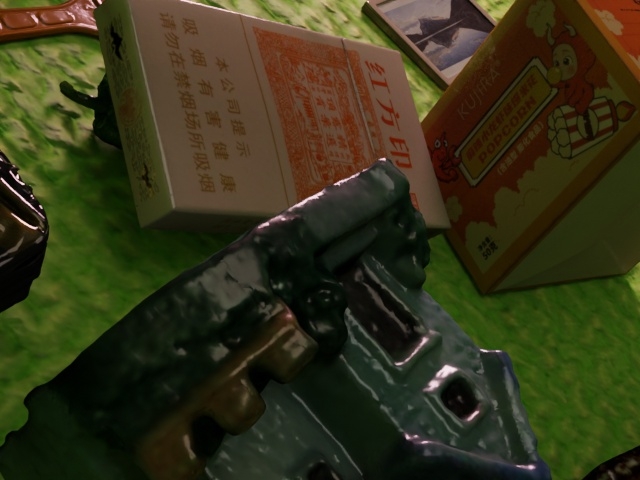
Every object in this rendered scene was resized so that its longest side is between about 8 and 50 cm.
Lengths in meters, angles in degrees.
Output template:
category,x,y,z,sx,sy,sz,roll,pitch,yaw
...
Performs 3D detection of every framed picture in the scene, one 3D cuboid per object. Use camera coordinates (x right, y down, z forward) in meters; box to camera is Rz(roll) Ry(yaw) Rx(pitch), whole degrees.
category,x,y,z,sx,sy,sz,roll,pitch,yaw
framed picture,0.157,-0.268,1.491,0.150,0.015,0.203,47,40,10

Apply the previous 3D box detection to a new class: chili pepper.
category,x,y,z,sx,sy,sz,roll,pitch,yaw
chili pepper,-0.115,-0.121,1.105,0.257,0.074,0.100,0,55,-44

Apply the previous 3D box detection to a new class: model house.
category,x,y,z,sx,sy,sz,roll,pitch,yaw
model house,0.009,0.172,0.796,0.329,0.252,0.295,52,40,7

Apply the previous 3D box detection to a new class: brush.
category,x,y,z,sx,sy,sz,roll,pitch,yaw
brush,-0.265,-0.208,1.114,0.314,0.017,0.090,-18,65,-45

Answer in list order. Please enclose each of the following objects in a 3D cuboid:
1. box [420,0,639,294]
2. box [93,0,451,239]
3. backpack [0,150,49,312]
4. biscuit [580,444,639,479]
category,x,y,z,sx,sy,sz,roll,pitch,yaw
box,0.280,-0.116,1.228,0.259,0.283,0.214,-4,54,-40
box,-0.030,-0.102,1.083,0.365,0.051,0.204,3,66,-48
backpack,-0.318,-0.026,0.821,0.206,0.133,0.258,-29,67,-40
biscuit,0.359,0.217,1.108,0.388,0.107,0.073,-8,55,-42
